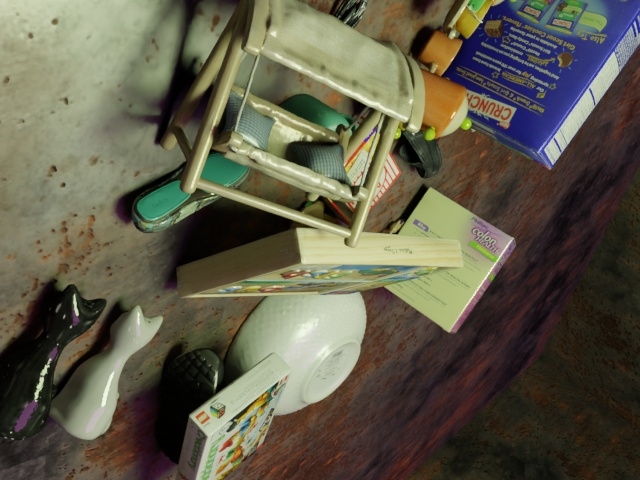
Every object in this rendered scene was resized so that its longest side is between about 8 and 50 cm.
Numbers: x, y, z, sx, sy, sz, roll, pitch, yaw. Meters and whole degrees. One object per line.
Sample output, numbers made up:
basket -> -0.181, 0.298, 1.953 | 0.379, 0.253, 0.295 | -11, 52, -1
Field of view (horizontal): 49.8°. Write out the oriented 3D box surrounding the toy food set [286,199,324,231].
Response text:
toy food set -> -0.026, -0.034, 1.238 | 0.083, 0.020, 0.083 | -11, 131, -50

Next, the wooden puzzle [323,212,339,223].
wooden puzzle -> 0.000, 0.000, 1.321 | 0.079, 0.014, 0.116 | 6, 117, -52

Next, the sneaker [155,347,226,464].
sneaker -> -0.213, 0.275, 1.246 | 0.124, 0.107, 0.283 | -29, 152, -46

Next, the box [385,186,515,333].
box -> 0.270, 0.046, 1.521 | 0.243, 0.214, 0.117 | -57, 160, 3

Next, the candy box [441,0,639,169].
candy box -> 0.389, -0.329, 1.254 | 0.317, 0.268, 0.122 | -55, 147, 6

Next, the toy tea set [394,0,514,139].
toy tea set -> 0.235, -0.302, 1.142 | 0.336, 0.124, 0.200 | -59, -175, 8

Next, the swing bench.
swing bench -> -0.026, -0.163, 0.861 | 0.253, 0.165, 0.254 | 18, 110, -31

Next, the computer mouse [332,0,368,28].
computer mouse -> 0.096, -0.392, 1.014 | 0.242, 0.041, 0.071 | -43, 152, -3

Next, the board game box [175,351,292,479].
board game box -> -0.163, 0.345, 1.235 | 0.193, 0.053, 0.305 | -33, 155, -37

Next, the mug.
mug -> -0.004, -0.155, 1.058 | 0.157, 0.097, 0.129 | -47, 150, -9

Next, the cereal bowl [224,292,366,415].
cereal bowl -> -0.024, 0.227, 1.405 | 0.339, 0.141, 0.339 | -34, 146, -27

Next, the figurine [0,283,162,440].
figurine -> -0.334, 0.169, 0.964 | 0.209, 0.092, 0.215 | -57, 152, 0

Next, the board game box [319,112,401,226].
board game box -> 0.062, -0.119, 1.245 | 0.146, 0.045, 0.193 | -51, 151, -3

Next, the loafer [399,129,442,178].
loafer -> 0.189, -0.178, 1.335 | 0.078, 0.076, 0.223 | -28, 159, -1

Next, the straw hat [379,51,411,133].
straw hat -> 0.094, -0.251, 1.123 | 0.144, 0.061, 0.144 | -162, -90, -85

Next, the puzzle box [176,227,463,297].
puzzle box -> 0.010, 0.044, 1.120 | 0.409, 0.272, 0.052 | 3, 75, -47

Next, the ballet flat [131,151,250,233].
ballet flat -> -0.182, -0.067, 0.954 | 0.188, 0.070, 0.070 | -30, 144, -31

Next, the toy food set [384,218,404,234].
toy food set -> 0.163, -0.011, 1.534 | 0.078, 0.019, 0.122 | -54, 160, -3

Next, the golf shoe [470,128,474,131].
golf shoe -> 0.338, -0.263, 1.464 | 0.176, 0.069, 0.086 | -17, 141, -44
